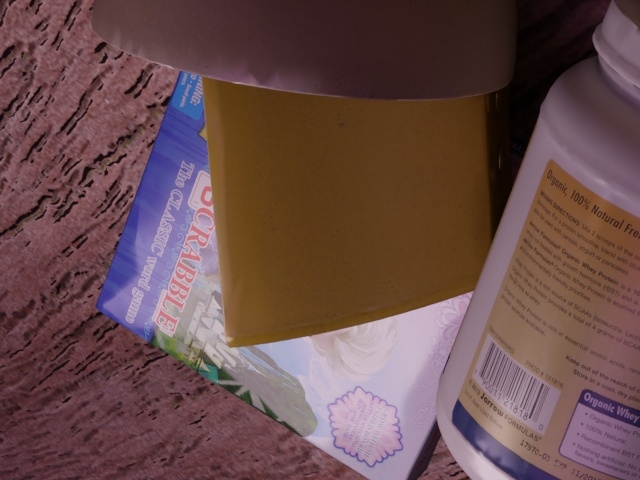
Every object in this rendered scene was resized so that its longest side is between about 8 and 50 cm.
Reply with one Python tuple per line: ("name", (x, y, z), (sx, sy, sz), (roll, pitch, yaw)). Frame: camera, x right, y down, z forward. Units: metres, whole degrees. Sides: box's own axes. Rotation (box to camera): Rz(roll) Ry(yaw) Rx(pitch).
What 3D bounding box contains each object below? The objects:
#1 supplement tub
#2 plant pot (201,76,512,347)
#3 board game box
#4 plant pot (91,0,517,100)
("supplement tub", (0.222, 0.018, 1.167), (0.228, 0.228, 0.316), (27, 115, 19))
("plant pot", (0.038, -0.053, 1.319), (0.187, 0.212, 0.212), (0, 106, 12))
("board game box", (0.000, 0.000, 1.504), (0.318, 0.066, 0.318), (30, 119, 15))
("plant pot", (0.001, -0.219, 1.199), (0.284, 0.284, 0.190), (19, 110, 31))
